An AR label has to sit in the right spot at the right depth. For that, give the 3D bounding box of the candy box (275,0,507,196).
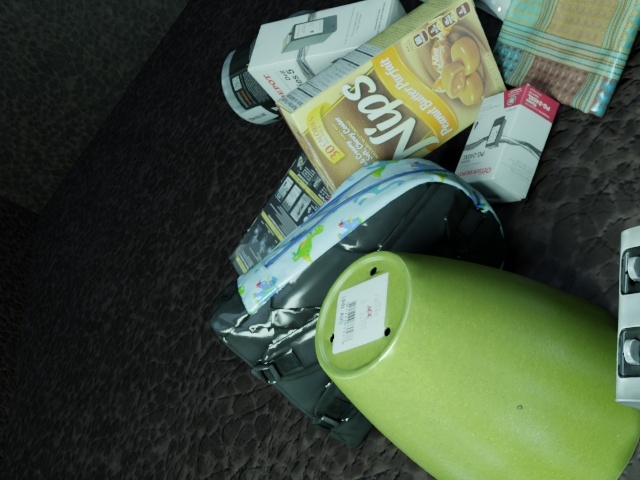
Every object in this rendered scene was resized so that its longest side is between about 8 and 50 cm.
[{"bbox_3d":[0.114,-0.214,1.125,0.316,0.183,0.087,-35,30,-5],"label":"candy box"}]

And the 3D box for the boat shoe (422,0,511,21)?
[{"bbox_3d":[0.237,-0.454,1.319,0.156,0.136,0.367,-57,41,12],"label":"boat shoe"}]

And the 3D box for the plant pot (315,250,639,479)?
[{"bbox_3d":[0.146,0.134,0.799,0.275,0.294,0.274,-35,40,36],"label":"plant pot"}]

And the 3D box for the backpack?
[{"bbox_3d":[0.075,0.049,1.003,0.355,0.290,0.273,-42,20,16],"label":"backpack"}]

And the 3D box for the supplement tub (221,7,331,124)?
[{"bbox_3d":[-0.061,-0.376,1.605,0.316,0.194,0.193,-9,58,53],"label":"supplement tub"}]

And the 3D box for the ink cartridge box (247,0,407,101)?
[{"bbox_3d":[0.040,-0.307,1.322,0.273,0.198,0.114,-3,61,32],"label":"ink cartridge box"}]

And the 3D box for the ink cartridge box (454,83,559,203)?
[{"bbox_3d":[0.261,-0.134,1.055,0.109,0.063,0.150,-4,62,67],"label":"ink cartridge box"}]

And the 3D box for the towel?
[{"bbox_3d":[0.369,-0.382,1.034,0.271,0.040,0.370,46,123,58],"label":"towel"}]

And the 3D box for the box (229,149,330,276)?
[{"bbox_3d":[0.000,0.000,1.302,0.318,0.097,0.395,-55,30,7],"label":"box"}]

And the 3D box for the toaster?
[{"bbox_3d":[0.356,0.078,0.672,0.110,0.186,0.168,-14,62,53],"label":"toaster"}]
